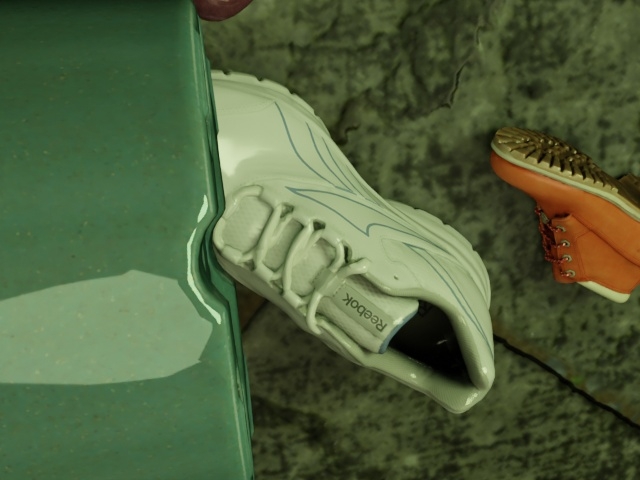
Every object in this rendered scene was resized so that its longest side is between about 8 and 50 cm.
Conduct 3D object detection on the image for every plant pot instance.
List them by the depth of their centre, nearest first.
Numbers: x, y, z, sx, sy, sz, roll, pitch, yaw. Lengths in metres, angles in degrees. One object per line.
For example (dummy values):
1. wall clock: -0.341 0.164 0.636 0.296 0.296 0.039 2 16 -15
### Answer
1. plant pot: -0.208 0.026 0.776 0.334 0.341 0.341 -6 117 -2

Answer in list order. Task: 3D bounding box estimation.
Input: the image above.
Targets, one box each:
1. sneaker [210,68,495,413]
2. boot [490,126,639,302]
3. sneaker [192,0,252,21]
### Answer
1. sneaker: 0.000 0.000 0.959 0.297 0.129 0.111 30 108 -23
2. boot: 0.160 -0.013 1.034 0.158 0.059 0.084 26 112 -25
3. sneaker: -0.030 -0.199 0.878 0.069 0.084 0.185 17 110 -21
